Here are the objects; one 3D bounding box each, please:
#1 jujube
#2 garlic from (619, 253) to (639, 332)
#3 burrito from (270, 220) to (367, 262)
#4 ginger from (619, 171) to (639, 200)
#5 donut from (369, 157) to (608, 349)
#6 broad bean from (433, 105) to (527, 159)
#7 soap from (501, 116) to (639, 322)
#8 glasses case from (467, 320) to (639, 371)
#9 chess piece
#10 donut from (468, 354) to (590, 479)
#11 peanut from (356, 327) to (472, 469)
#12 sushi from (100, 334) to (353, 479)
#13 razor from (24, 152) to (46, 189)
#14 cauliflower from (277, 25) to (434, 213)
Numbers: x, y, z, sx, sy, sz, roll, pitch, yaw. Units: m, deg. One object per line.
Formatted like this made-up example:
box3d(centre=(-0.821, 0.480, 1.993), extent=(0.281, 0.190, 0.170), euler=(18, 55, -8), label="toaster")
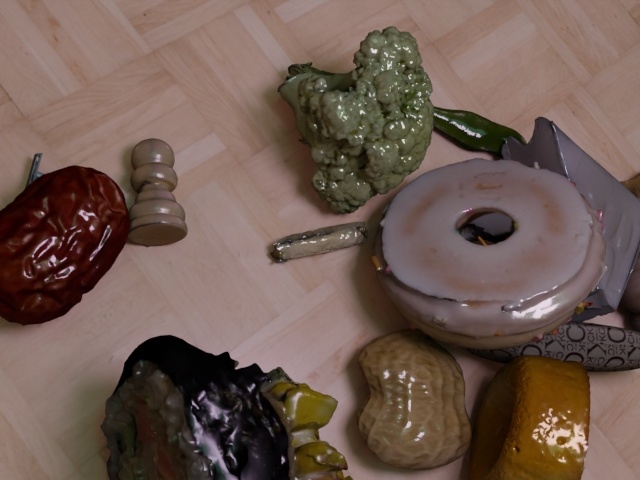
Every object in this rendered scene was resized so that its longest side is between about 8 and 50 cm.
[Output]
box3d(centre=(-0.388, 0.005, 1.183), extent=(0.174, 0.174, 0.250), euler=(35, 59, -6), label="jujube")
box3d(centre=(0.624, 0.080, 1.521), extent=(0.160, 0.191, 0.214), euler=(23, 72, 0), label="garlic")
box3d(centre=(0.000, 0.000, 1.394), extent=(0.186, 0.041, 0.045), euler=(-11, 118, -23), label="burrito")
box3d(centre=(0.629, -0.092, 1.636), extent=(0.190, 0.068, 0.095), euler=(-24, 60, -25), label="ginger")
box3d(centre=(0.276, 0.022, 1.352), extent=(0.383, 0.142, 0.382), euler=(-7, 47, 7), label="donut")
box3d(centre=(0.272, -0.230, 1.561), extent=(0.318, 0.056, 0.098), euler=(32, 65, -5), label="broad bean")
box3d(centre=(0.425, -0.024, 1.470), extent=(0.302, 0.159, 0.257), euler=(36, 67, -14), label="soap")
box3d(centre=(0.425, 0.184, 1.428), extent=(0.355, 0.137, 0.085), euler=(7, 76, -16), label="glasses case")
box3d(centre=(-0.267, -0.085, 1.300), extent=(0.094, 0.094, 0.170), euler=(-2, 69, -20), label="chess piece")
box3d(centre=(0.320, 0.308, 1.285), extent=(0.109, 0.277, 0.277), euler=(18, 67, -4), label="donut")
box3d(centre=(0.150, 0.252, 1.323), extent=(0.197, 0.110, 0.232), euler=(5, 72, -18), label="peanut")
box3d(centre=(-0.120, 0.297, 1.111), extent=(0.286, 0.328, 0.328), euler=(-3, 59, -35), label="sushi")
box3d(centre=(-0.390, -0.087, 1.285), extent=(0.135, 0.040, 0.068), euler=(16, 68, -20), label="razor")
box3d(centre=(0.049, -0.201, 1.364), extent=(0.281, 0.260, 0.326), euler=(13, 105, 4), label="cauliflower")
